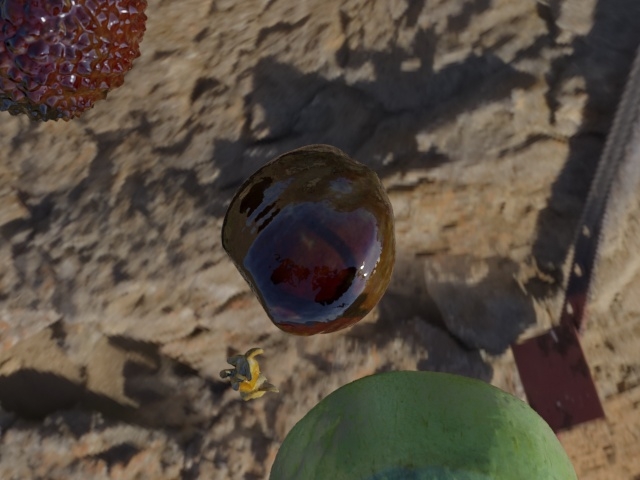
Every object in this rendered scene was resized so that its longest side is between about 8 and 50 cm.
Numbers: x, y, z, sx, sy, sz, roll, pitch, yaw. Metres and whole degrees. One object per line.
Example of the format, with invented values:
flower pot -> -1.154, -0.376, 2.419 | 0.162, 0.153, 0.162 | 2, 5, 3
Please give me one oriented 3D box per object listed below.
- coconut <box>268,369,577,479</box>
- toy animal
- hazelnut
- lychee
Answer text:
coconut -> 0.098, 0.271, 1.165 | 0.328, 0.328, 0.281 | -29, 110, 11
toy animal -> -0.086, 0.172, 1.587 | 0.060, 0.083, 0.081 | 36, 99, 34
hazelnut -> 0.000, 0.000, 1.470 | 0.218, 0.234, 0.218 | -21, 139, -20
lychee -> -0.336, -0.275, 1.484 | 0.264, 0.300, 0.264 | 0, 90, -17
